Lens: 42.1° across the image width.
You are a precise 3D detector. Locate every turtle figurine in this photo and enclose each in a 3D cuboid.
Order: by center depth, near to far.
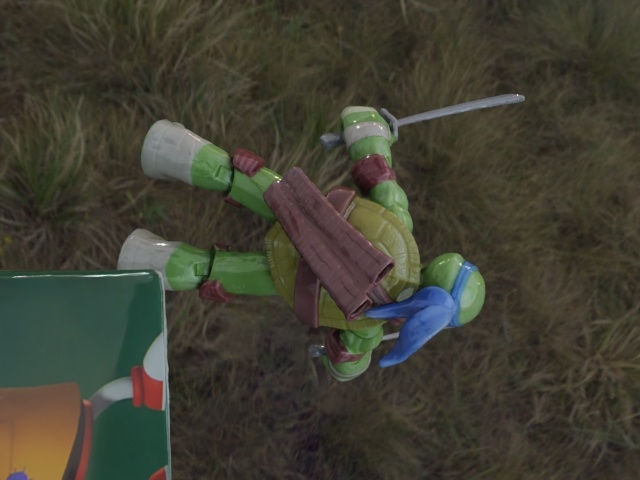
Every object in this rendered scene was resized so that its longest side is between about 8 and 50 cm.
[{"bbox_3d":[0.000,0.000,0.655,0.266,0.198,0.275,15,39,11],"label":"turtle figurine"}]

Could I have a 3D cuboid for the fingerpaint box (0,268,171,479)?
[{"bbox_3d":[-0.350,0.094,0.351,0.444,0.371,0.163,-5,86,36],"label":"fingerpaint box"}]
